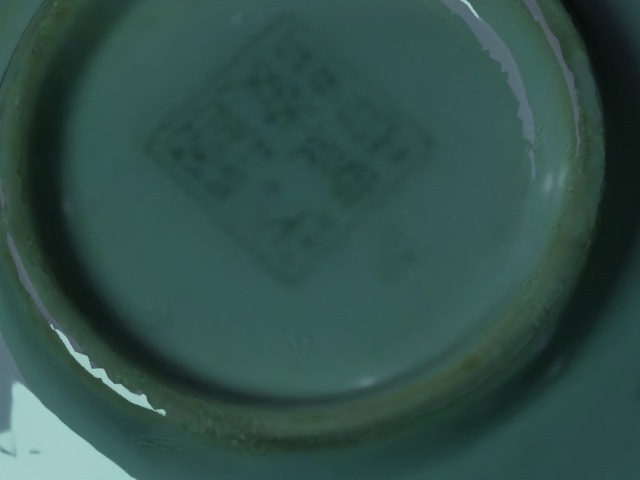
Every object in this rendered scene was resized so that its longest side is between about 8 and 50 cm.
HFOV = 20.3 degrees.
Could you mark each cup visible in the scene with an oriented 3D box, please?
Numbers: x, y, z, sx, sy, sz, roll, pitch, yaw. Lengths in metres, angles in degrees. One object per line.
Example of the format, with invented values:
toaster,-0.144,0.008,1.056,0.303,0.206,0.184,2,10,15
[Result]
cup,0.000,0.000,0.551,0.347,0.163,0.347,-1,73,5
